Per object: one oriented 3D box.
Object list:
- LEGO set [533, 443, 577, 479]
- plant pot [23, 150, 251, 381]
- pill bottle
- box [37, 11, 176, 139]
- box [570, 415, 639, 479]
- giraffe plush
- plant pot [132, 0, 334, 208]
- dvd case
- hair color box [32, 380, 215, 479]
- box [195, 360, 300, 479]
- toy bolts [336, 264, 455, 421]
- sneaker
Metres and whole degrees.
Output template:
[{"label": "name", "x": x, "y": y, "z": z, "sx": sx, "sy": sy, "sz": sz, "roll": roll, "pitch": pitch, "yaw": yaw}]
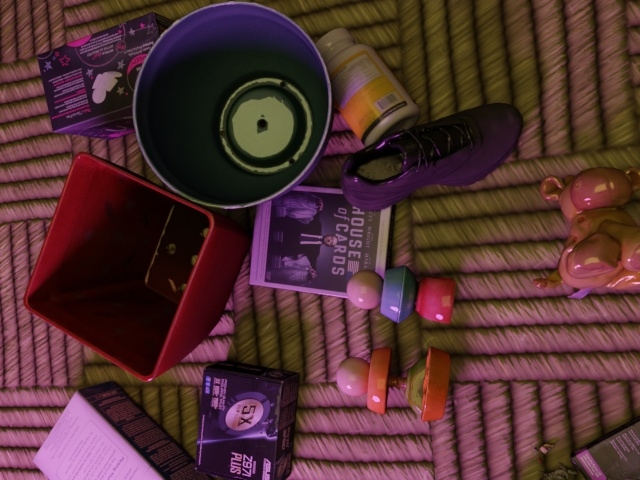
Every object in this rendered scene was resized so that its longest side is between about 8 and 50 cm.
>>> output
[{"label": "LEGO set", "x": 0.339, "y": 0.339, "z": 0.957, "sx": 0.054, "sy": 0.023, "sz": 0.083, "roll": -41, "pitch": 76, "yaw": 16}, {"label": "plant pot", "x": -0.266, "y": 0.037, "z": 1.082, "sx": 0.267, "sy": 0.236, "sz": 0.267, "roll": 25, "pitch": 97, "yaw": 20}, {"label": "pill bottle", "x": 0.065, "y": -0.239, "z": 1.029, "sx": 0.103, "sy": 0.103, "sz": 0.184, "roll": -38, "pitch": 76, "yaw": 16}, {"label": "box", "x": -0.332, "y": -0.275, "z": 1.151, "sx": 0.248, "sy": 0.163, "sz": 0.142, "roll": -11, "pitch": 89, "yaw": 21}, {"label": "box", "x": 0.451, "y": 0.310, "z": 0.912, "sx": 0.162, "sy": 0.029, "sz": 0.116, "roll": -37, "pitch": 77, "yaw": 15}, {"label": "giraffe plush", "x": 0.382, "y": -0.025, "z": 0.883, "sx": 0.182, "sy": 0.210, "sz": 0.170, "roll": 6, "pitch": 73, "yaw": -13}, {"label": "plant pot", "x": -0.109, "y": -0.191, "z": 1.018, "sx": 0.293, "sy": 0.196, "sz": 0.292, "roll": 0, "pitch": 90, "yaw": 12}, {"label": "dvd case", "x": 0.000, "y": 0.000, "z": 1.090, "sx": 0.239, "sy": 0.030, "sz": 0.179, "roll": 6, "pitch": 92, "yaw": 22}, {"label": "hair color box", "x": -0.329, "y": 0.432, "z": 1.169, "sx": 0.347, "sy": 0.105, "sz": 0.173, "roll": 38, "pitch": 102, "yaw": 18}, {"label": "box", "x": -0.122, "y": 0.305, "z": 1.107, "sx": 0.148, "sy": 0.077, "sz": 0.180, "roll": 6, "pitch": 91, "yaw": 20}, {"label": "toy bolts", "x": 0.104, "y": 0.146, "z": 0.958, "sx": 0.159, "sy": 0.218, "sz": 0.228, "roll": 7, "pitch": 84, "yaw": 8}, {"label": "sneaker", "x": 0.162, "y": -0.126, "z": 0.965, "sx": 0.286, "sy": 0.130, "sz": 0.109, "roll": -24, "pitch": 77, "yaw": 7}]
